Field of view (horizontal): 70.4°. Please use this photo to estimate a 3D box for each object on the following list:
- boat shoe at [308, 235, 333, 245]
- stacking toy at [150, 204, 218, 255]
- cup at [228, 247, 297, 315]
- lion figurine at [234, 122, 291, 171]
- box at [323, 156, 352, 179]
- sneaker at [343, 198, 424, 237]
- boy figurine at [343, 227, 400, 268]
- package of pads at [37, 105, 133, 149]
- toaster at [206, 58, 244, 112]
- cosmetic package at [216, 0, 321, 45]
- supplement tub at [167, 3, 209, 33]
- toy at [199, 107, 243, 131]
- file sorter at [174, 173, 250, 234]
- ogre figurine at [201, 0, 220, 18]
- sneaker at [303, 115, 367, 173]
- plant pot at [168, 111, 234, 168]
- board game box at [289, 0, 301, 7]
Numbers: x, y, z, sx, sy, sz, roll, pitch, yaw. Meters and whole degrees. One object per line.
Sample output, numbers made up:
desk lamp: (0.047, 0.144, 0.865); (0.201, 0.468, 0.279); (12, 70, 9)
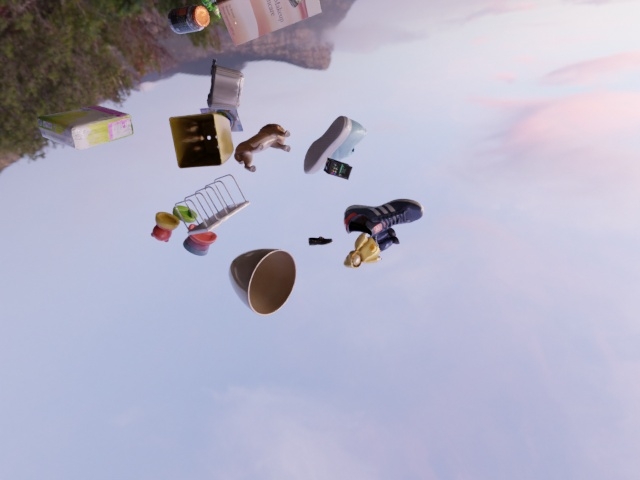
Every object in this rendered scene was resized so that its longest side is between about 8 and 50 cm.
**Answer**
boat shoe: (0.000, 0.001, 2.320); (0.133, 0.042, 0.049); (-3, -163, 19)
stacking toy: (-0.685, -0.042, 2.320); (0.309, 0.130, 0.279); (29, -159, -6)
cup: (-0.310, 0.172, 2.220); (0.237, 0.331, 0.331); (18, -139, 36)
lion figurine: (-0.293, -0.455, 2.160); (0.392, 0.142, 0.240); (-30, -141, -36)
box: (0.062, -0.255, 1.612); (0.083, 0.052, 0.062); (13, -164, -20)
sneaker: (0.267, -0.083, 1.942); (0.350, 0.131, 0.148); (-7, -144, 17)
boy figurine: (0.228, 0.034, 2.146); (0.285, 0.177, 0.092); (-29, -158, -15)
package of pads: (-0.969, -0.477, 1.898); (0.229, 0.101, 0.296); (20, -146, 23)
toaster: (-0.438, -0.708, 2.088); (0.146, 0.227, 0.129); (5, -155, -20)
cosmetic package: (-0.163, -0.740, 1.389); (0.296, 0.153, 0.129); (-22, -124, 2)
supplement tub: (-0.638, -1.076, 2.202); (0.190, 0.117, 0.117); (10, -144, 33)
toy: (-0.523, -0.615, 2.340); (0.237, 0.137, 0.056); (7, -142, 30)
file sorter: (-0.525, -0.173, 2.177); (0.192, 0.173, 0.277); (-7, -154, 47)
ogre figurine: (-0.391, -0.953, 1.786); (0.118, 0.097, 0.197); (-30, 172, 14)
sneaker: (0.059, -0.366, 1.884); (0.150, 0.135, 0.366); (14, 154, -27)
plant pot: (-0.482, -0.432, 1.930); (0.212, 0.212, 0.187); (-1, -162, 19)
board game box: (-0.063, -0.677, 1.112); (0.126, 0.186, 0.026); (-37, -112, 13)
